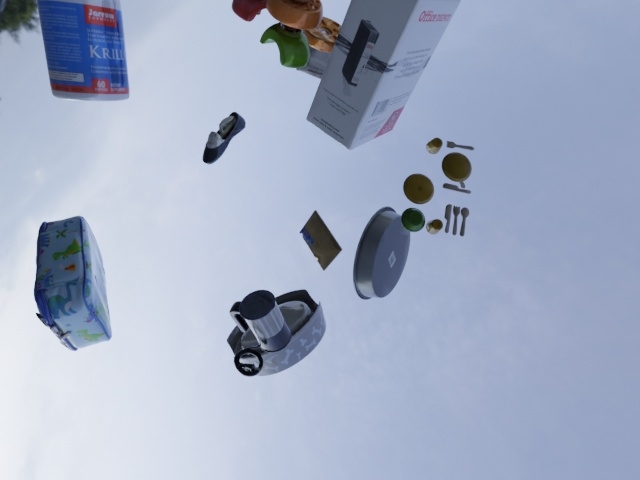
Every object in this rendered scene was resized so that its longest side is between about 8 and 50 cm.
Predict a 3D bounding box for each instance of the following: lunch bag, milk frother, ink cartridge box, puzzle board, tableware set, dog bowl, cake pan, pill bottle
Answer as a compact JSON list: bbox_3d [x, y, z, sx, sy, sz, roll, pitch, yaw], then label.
[{"bbox_3d":[-0.450,0.081,0.785,0.176,0.090,0.218,98,-28,-51],"label":"lunch bag"},{"bbox_3d":[-0.145,0.210,0.956,0.129,0.134,0.143,-10,-137,10],"label":"milk frother"},{"bbox_3d":[0.111,-0.326,0.773,0.114,0.197,0.272,38,-50,13],"label":"ink cartridge box"},{"bbox_3d":[0.000,0.000,1.087,0.128,0.011,0.096,57,-43,20],"label":"puzzle board"},{"bbox_3d":[0.173,-0.081,0.641,0.024,0.104,0.154,126,-26,-77],"label":"tableware set"},{"bbox_3d":[-0.137,0.303,1.407,0.349,0.102,0.348,-24,-162,8],"label":"dog bowl"},{"bbox_3d":[0.193,0.045,1.278,0.054,0.293,0.293,17,-97,31],"label":"cake pan"},{"bbox_3d":[-0.393,-0.351,0.707,0.124,0.124,0.221,28,-57,44],"label":"pill bottle"}]

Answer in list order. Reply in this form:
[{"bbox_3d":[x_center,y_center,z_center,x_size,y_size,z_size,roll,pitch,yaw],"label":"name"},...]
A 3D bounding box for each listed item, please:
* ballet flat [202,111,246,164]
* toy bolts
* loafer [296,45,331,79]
[{"bbox_3d":[-0.313,-0.331,1.343,0.074,0.074,0.203,12,-121,43],"label":"ballet flat"},{"bbox_3d":[-0.046,-0.473,0.809,0.228,0.218,0.158,48,-38,17],"label":"toy bolts"},{"bbox_3d":[0.078,-0.421,1.156,0.111,0.320,0.112,-55,-153,16],"label":"loafer"}]
